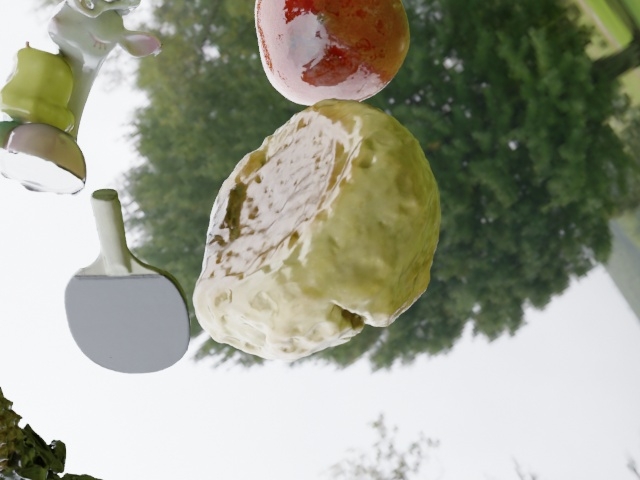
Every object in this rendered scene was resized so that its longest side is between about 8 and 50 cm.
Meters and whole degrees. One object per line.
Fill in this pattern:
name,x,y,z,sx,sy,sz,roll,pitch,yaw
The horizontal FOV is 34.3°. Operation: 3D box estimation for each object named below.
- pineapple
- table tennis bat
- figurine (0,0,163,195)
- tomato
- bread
pineapple,-0.207,0.149,0.697,0.159,0.074,0.074,49,-165,-29
table tennis bat,-0.214,0.052,1.117,0.022,0.138,0.246,-88,-5,-54
figurine,-0.306,-0.234,1.224,0.284,0.207,0.315,54,-133,-70
tomato,0.004,-0.194,0.964,0.155,0.156,0.069,55,-156,-4
bread,0.000,0.000,0.863,0.134,0.244,0.244,41,-161,-31
